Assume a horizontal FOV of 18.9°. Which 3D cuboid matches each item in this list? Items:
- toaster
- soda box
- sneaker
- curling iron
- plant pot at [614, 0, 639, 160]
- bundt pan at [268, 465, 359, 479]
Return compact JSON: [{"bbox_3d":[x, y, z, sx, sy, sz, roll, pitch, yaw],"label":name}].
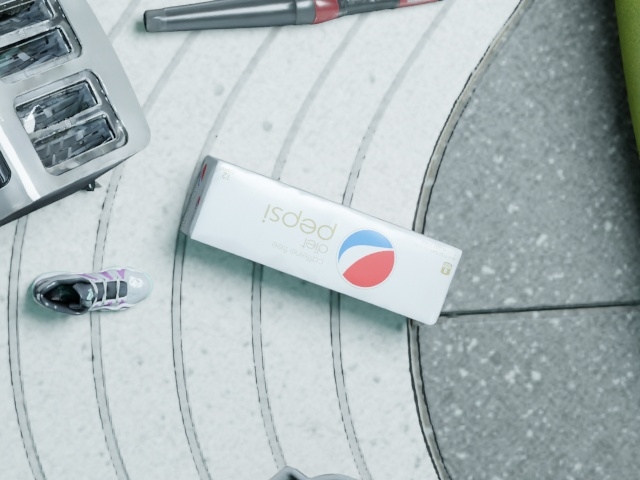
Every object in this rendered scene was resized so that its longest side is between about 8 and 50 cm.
[{"bbox_3d":[-0.234,-0.103,1.454,0.185,0.110,0.168,-29,94,-49],"label":"toaster"},{"bbox_3d":[0.000,0.000,1.561,0.216,0.074,0.069,20,92,-12],"label":"soda box"},{"bbox_3d":[-0.181,0.044,1.533,0.098,0.069,0.038,-6,98,-10],"label":"sneaker"},{"bbox_3d":[-0.010,-0.204,1.557,0.274,0.035,0.068,-14,94,-10],"label":"curling iron"},{"bbox_3d":[0.390,-0.126,1.508,0.366,0.366,0.353,-2,109,-11],"label":"plant pot"},{"bbox_3d":[-0.002,0.350,1.503,0.124,0.331,0.331,28,91,-51],"label":"bundt pan"}]
